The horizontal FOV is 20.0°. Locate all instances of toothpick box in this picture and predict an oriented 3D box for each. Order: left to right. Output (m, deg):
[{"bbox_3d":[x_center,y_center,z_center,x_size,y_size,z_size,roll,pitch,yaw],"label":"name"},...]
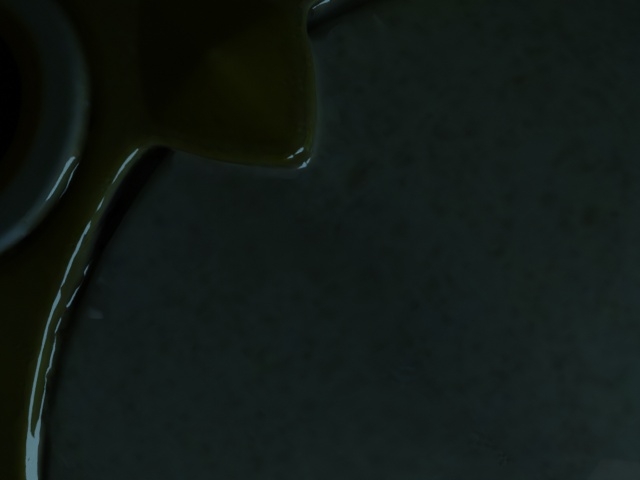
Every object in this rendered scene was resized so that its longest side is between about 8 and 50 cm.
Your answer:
[{"bbox_3d":[0.000,0.000,0.777,0.409,0.425,0.409,-41,173,-6],"label":"toothpick box"}]
